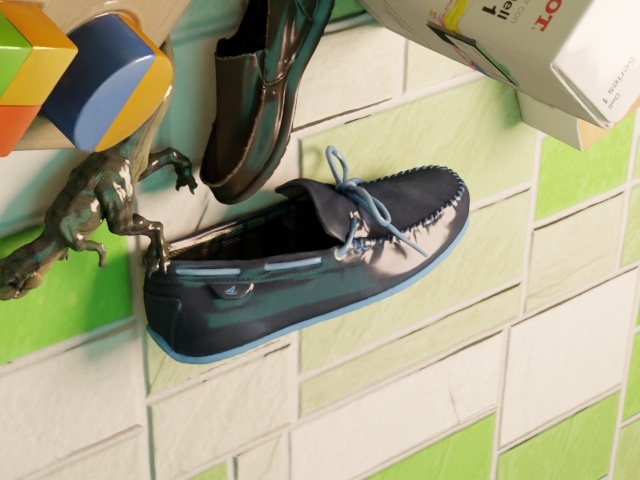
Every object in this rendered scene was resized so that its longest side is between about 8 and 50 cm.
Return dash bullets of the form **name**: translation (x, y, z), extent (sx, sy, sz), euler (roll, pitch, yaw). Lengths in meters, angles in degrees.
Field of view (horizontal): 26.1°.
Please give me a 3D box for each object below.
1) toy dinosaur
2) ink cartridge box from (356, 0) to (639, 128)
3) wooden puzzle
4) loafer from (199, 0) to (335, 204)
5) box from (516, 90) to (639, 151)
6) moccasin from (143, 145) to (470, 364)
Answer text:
- **toy dinosaur**: translation (-0.160, -0.044, 1.139), extent (0.118, 0.064, 0.268), euler (34, 86, -41)
- **ink cartridge box**: translation (0.172, -0.243, 1.156), extent (0.201, 0.278, 0.117), euler (-56, 138, -1)
- **wooden puzzle**: translation (-0.146, -0.165, 0.890), extent (0.322, 0.080, 0.348), euler (-52, 166, 23)
- **loafer**: translation (-0.062, -0.139, 1.165), extent (0.078, 0.080, 0.220), euler (14, 99, -36)
- **box**: translation (0.288, -0.200, 1.424), extent (0.170, 0.091, 0.130), euler (-38, 134, -19)
- **moccasin**: translation (0.000, 0.000, 1.254), extent (0.342, 0.138, 0.117), euler (-28, 126, -28)
